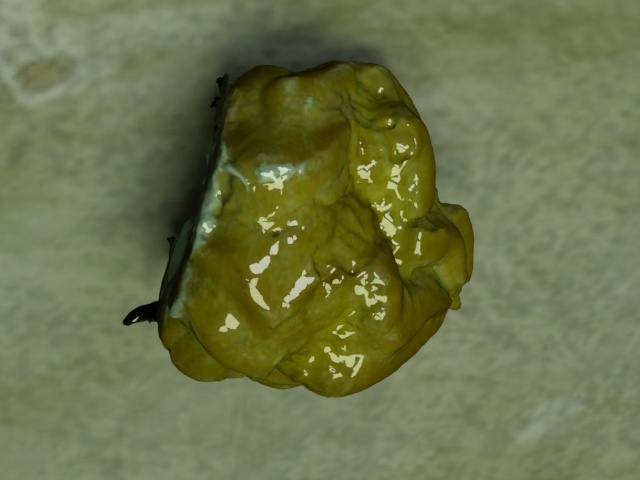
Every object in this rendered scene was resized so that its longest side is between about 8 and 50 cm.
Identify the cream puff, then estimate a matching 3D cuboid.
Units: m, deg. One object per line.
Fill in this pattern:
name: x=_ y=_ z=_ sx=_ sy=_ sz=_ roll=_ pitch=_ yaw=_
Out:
cream puff: x=0.001 y=0.000 z=0.759 sx=0.156 sy=0.121 sz=0.156 roll=-10 pitch=128 yaw=-13
